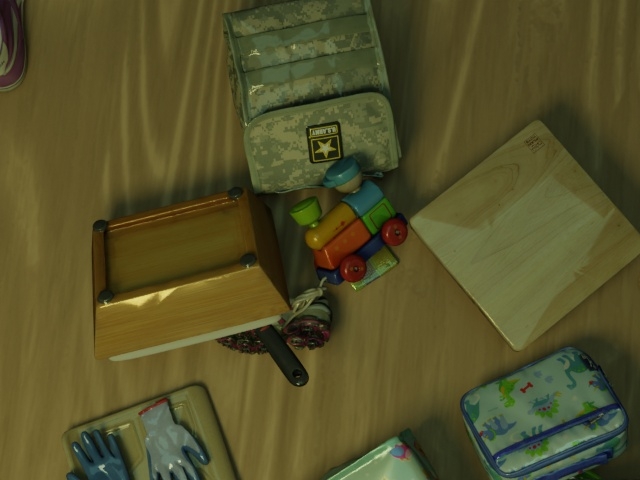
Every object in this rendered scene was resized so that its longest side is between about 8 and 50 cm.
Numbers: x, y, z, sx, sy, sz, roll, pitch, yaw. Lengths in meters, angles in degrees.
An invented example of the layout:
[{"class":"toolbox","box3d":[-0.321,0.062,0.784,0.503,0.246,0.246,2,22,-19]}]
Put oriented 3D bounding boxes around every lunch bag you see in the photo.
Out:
[{"class":"lunch bag","box3d":[-0.015,-0.218,1.966,0.235,0.169,0.287,-11,86,-5]},{"class":"lunch bag","box3d":[0.066,0.428,1.836,0.262,0.160,0.223,-31,83,6]},{"class":"lunch bag","box3d":[0.328,0.265,1.862,0.219,0.090,0.176,-21,48,-3]}]

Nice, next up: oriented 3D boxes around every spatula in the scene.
[{"class":"spatula","box3d":[-0.095,0.119,1.887,0.084,0.030,0.296,-26,43,-15]}]

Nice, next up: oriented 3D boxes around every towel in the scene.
[{"class":"towel","box3d":[0.073,0.035,1.989,0.083,0.009,0.060,-35,81,-5]}]

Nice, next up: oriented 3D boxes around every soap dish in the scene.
[{"class":"soap dish","box3d":[-0.203,0.043,1.889,0.291,0.118,0.229,-14,42,1]}]

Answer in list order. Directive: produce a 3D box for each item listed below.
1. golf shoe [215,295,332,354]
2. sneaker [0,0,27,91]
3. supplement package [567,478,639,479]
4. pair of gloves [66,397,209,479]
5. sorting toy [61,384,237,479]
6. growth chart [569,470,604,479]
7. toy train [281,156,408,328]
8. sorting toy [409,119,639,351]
[{"class":"golf shoe","box3d":[-0.073,0.125,1.954,0.186,0.067,0.086,-3,42,8]},{"class":"sneaker","box3d":[-0.526,-0.390,2.013,0.102,0.161,0.282,-16,77,-1]},{"class":"supplement package","box3d":[0.425,0.430,1.781,0.149,0.203,0.194,1,80,0]},{"class":"pair of gloves","box3d":[-0.271,0.332,1.885,0.198,0.023,0.159,-24,73,-10]},{"class":"sorting toy","box3d":[-0.233,0.392,1.901,0.229,0.041,0.307,-18,74,-7]},{"class":"growth chart","box3d":[0.387,0.461,1.889,0.172,0.021,0.237,27,81,5]},{"class":"toy train","box3d":[0.000,0.000,1.897,0.248,0.105,0.143,-40,111,-18]},{"class":"sorting toy","box3d":[0.311,-0.002,1.951,0.257,0.089,0.255,-38,80,-7]}]
